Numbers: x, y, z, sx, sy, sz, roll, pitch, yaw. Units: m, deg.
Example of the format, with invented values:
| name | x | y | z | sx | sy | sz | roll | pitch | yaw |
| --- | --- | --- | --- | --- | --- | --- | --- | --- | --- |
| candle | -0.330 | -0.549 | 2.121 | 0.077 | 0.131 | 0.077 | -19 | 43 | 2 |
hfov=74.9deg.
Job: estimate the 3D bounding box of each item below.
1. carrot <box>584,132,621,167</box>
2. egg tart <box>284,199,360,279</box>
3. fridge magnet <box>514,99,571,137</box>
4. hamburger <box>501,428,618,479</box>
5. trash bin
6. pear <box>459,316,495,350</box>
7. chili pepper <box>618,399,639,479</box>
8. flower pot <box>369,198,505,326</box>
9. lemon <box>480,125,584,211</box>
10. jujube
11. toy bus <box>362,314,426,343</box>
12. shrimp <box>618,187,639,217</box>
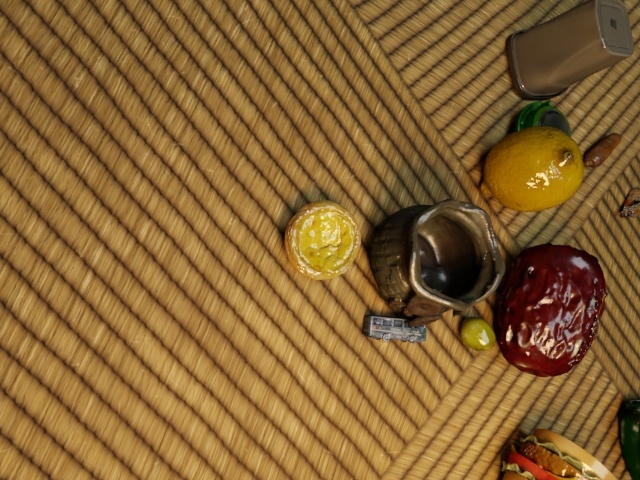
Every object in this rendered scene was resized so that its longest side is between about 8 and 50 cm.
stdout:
| name | x | y | z | sx | sy | sz | roll | pitch | yaw |
| --- | --- | --- | --- | --- | --- | --- | --- | --- | --- |
| carrot | 0.942 | -0.305 | 1.393 | 0.186 | 0.060 | 0.060 | -39 | 100 | -22 |
| egg tart | 0.000 | 0.000 | 0.981 | 0.191 | 0.074 | 0.191 | 1 | 86 | -21 |
| fridge magnet | 0.678 | -0.321 | 1.270 | 0.208 | 0.088 | 0.207 | 2 | 85 | -22 |
| hamburger | 0.600 | 0.649 | 1.072 | 0.212 | 0.274 | 0.274 | -43 | 101 | -16 |
| trash bin | 0.730 | -0.564 | 1.226 | 0.220 | 0.250 | 0.219 | -11 | 90 | -29 |
| pear | 0.420 | 0.255 | 1.122 | 0.092 | 0.097 | 0.092 | -9 | 121 | -15 |
| chili pepper | 1.056 | 0.635 | 1.279 | 0.234 | 0.248 | 0.256 | 1 | 91 | 6 |
| flower pot | 0.273 | 0.059 | 1.003 | 0.302 | 0.213 | 0.301 | 4 | 79 | -22 |
| lemon | 0.568 | -0.192 | 1.141 | 0.229 | 0.254 | 0.228 | 2 | 87 | -45 |
| jujube | 0.621 | 0.175 | 1.138 | 0.259 | 0.258 | 0.376 | 32 | 68 | -17 |
| toy bus | 0.188 | 0.223 | 1.055 | 0.166 | 0.047 | 0.065 | 9 | 79 | -20 |
| shrimp | 1.093 | -0.125 | 1.450 | 0.190 | 0.042 | 0.101 | -24 | 74 | -21 |
